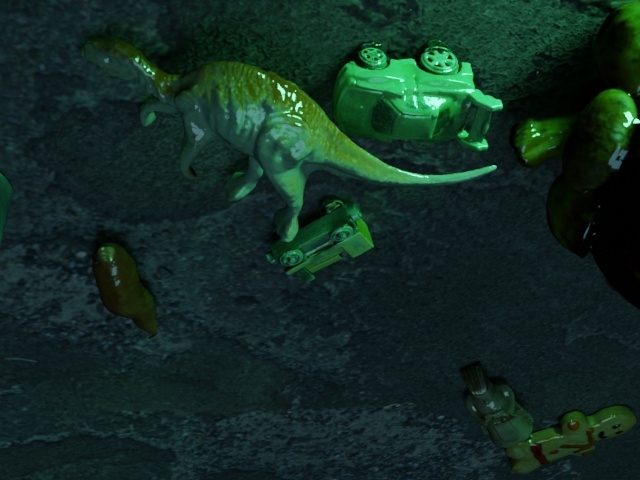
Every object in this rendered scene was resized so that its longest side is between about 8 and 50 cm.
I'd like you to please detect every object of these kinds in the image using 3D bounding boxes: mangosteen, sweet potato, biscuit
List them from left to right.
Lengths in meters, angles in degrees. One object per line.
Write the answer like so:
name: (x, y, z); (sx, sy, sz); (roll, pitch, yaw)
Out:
sweet potato: (-0.223, 0.064, 1.054); (0.056, 0.056, 0.195); (-15, 145, 1)
biscuit: (0.437, 0.346, 1.597); (0.234, 0.030, 0.153); (-21, 142, 9)
mangosteen: (0.386, -0.071, 0.896); (0.330, 0.330, 0.330); (-8, 140, -7)

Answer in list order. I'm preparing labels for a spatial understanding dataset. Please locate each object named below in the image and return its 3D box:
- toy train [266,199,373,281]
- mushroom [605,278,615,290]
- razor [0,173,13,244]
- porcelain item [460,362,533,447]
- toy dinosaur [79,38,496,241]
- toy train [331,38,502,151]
toy train: (0.000, 0.000, 1.046); (0.122, 0.050, 0.081); (-28, 146, 15)
mushroom: (0.526, 0.007, 1.179); (0.333, 0.087, 0.107); (-9, 140, -10)
razor: (-0.420, 0.004, 0.913); (0.232, 0.106, 0.068); (-14, 141, 18)
porcelain item: (0.272, 0.259, 1.425); (0.084, 0.054, 0.213); (-25, 138, 11)
toy dinosaur: (-0.030, -0.082, 0.860); (0.393, 0.092, 0.205); (13, 142, 3)
toy train: (0.089, -0.133, 0.886); (0.149, 0.081, 0.099); (-3, 140, -13)
